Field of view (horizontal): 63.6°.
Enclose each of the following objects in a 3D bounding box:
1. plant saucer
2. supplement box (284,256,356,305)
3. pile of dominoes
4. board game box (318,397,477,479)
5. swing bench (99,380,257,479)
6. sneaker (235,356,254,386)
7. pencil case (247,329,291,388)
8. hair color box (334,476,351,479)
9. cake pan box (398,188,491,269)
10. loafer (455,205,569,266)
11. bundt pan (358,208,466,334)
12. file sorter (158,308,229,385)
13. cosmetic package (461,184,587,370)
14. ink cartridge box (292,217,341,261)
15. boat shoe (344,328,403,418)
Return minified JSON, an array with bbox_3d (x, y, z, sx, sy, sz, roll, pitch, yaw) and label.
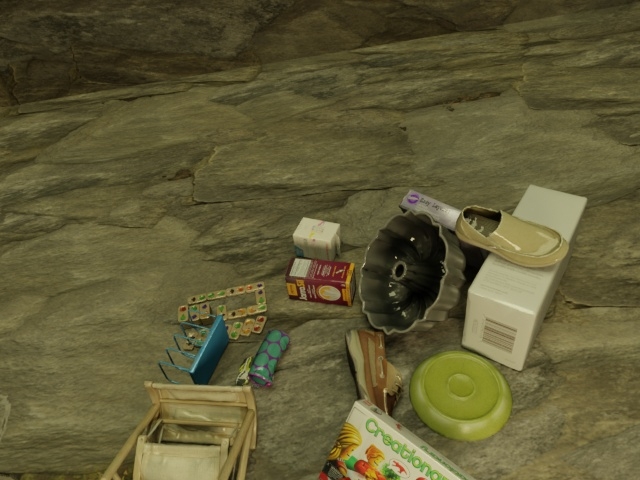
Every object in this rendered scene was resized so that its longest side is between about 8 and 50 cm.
[{"bbox_3d":[0.333,0.354,1.229,0.241,0.037,0.240,-4,43,4],"label":"plant saucer"},{"bbox_3d":[0.002,0.118,1.479,0.188,0.104,0.080,5,45,14],"label":"supplement box"},{"bbox_3d":[-0.277,0.203,1.477,0.252,0.040,0.195,-12,43,-4],"label":"pile of dominoes"},{"bbox_3d":[0.157,0.484,1.024,0.305,0.053,0.192,29,98,33],"label":"board game box"},{"bbox_3d":[-0.286,0.454,1.129,0.254,0.165,0.254,0,38,10],"label":"swing bench"},{"bbox_3d":[-0.196,0.340,1.332,0.035,0.031,0.083,-18,38,57],"label":"sneaker"},{"bbox_3d":[-0.131,0.303,1.331,0.070,0.064,0.151,35,46,-11],"label":"pencil case"},{"bbox_3d":[-0.010,0.534,1.009,0.168,0.053,0.093,-12,75,-7],"label":"hair color box"},{"bbox_3d":[0.370,-0.020,1.472,0.246,0.267,0.070,31,82,34],"label":"cake pan box"},{"bbox_3d":[0.440,-0.014,1.217,0.269,0.092,0.101,16,70,32],"label":"loafer"},{"bbox_3d":[0.249,0.091,1.352,0.124,0.330,0.330,16,33,-32],"label":"bundt pan"},{"bbox_3d":[-0.324,0.281,1.329,0.105,0.118,0.170,12,50,13],"label":"file sorter"},{"bbox_3d":[0.536,0.081,1.349,0.162,0.230,0.453,21,49,28],"label":"cosmetic package"},{"bbox_3d":[0.000,0.000,1.613,0.143,0.092,0.089,11,46,18],"label":"ink cartridge box"},{"bbox_3d":[0.139,0.336,1.219,0.117,0.123,0.324,-8,45,-4],"label":"boat shoe"}]
